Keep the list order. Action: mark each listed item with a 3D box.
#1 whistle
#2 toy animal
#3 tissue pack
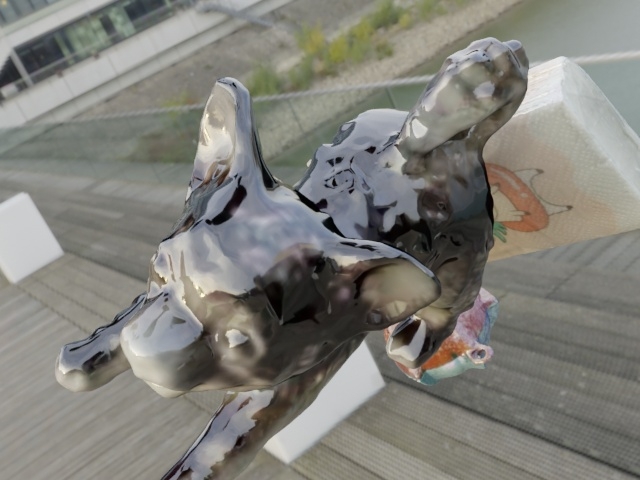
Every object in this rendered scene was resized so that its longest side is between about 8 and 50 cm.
[{"bbox_3d":[0.125,0.094,1.147,0.346,0.134,0.142,32,97,57],"label":"whistle"},{"bbox_3d":[0.000,0.000,0.582,0.344,0.194,0.302,-29,-23,-46],"label":"toy animal"},{"bbox_3d":[0.140,-0.050,0.799,0.325,0.170,0.071,-17,41,46],"label":"tissue pack"}]
